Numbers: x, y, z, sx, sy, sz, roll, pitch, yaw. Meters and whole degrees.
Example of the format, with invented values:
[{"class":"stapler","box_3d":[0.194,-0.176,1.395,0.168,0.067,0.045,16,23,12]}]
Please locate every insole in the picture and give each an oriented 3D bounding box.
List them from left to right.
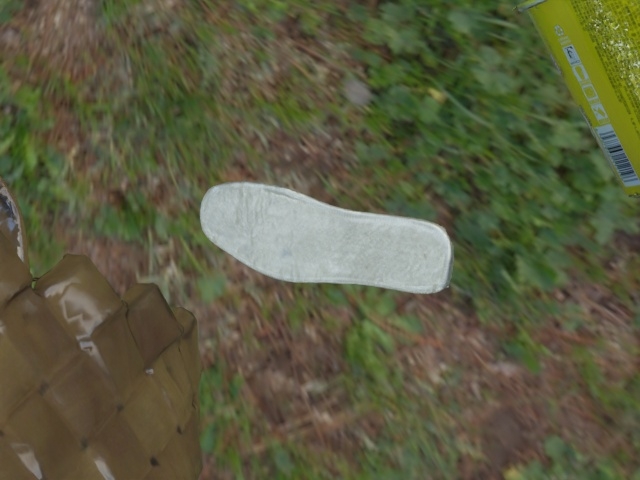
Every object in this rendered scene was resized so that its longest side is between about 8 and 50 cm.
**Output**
[{"class":"insole","box_3d":[0.000,0.000,1.178,0.192,0.010,0.063,11,104,33]}]

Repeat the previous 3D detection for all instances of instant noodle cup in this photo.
[{"class":"instant noodle cup","box_3d":[0.243,-0.122,1.196,0.205,0.205,0.153,-21,91,-3]}]

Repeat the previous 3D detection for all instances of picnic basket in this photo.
[{"class":"picnic basket","box_3d":[-0.212,0.074,0.851,0.291,0.254,0.321,-25,61,26]}]
